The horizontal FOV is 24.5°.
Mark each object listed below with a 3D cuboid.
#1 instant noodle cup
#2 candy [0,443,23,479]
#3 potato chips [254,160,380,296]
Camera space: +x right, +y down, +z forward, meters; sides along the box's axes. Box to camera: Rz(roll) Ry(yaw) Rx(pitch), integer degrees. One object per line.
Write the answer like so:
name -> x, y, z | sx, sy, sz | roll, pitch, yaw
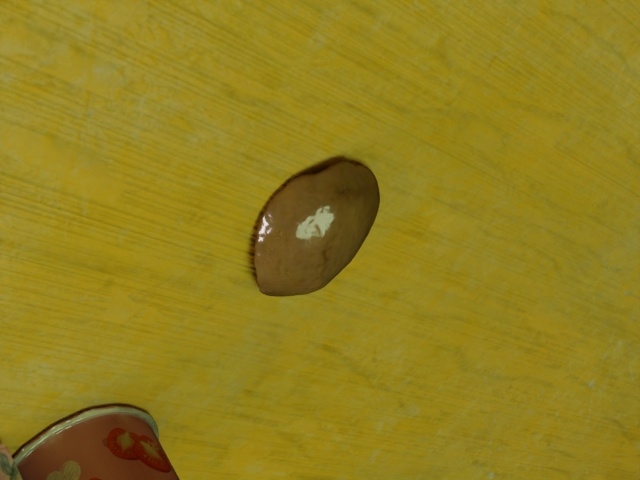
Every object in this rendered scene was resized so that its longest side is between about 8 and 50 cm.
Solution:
instant noodle cup -> -0.254, 0.367, 1.812 | 0.243, 0.231, 0.243 | -26, 144, -20
candy -> -0.377, 0.327, 1.706 | 0.073, 0.160, 0.092 | -8, 142, -36
potato chips -> 0.001, -0.001, 1.796 | 0.208, 0.062, 0.195 | -53, 148, 14
